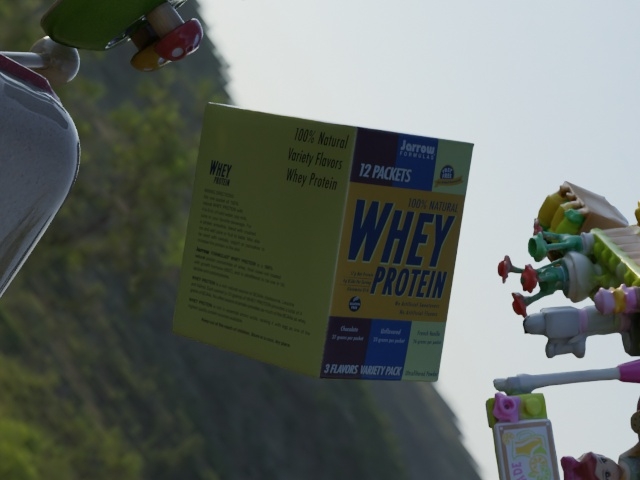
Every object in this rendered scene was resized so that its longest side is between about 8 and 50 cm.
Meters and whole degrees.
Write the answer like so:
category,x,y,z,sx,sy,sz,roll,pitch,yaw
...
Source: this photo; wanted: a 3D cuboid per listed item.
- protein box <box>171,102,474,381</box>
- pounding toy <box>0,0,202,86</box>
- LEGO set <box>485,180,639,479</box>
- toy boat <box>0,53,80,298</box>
category,x,y,z,sx,sy,sz,roll,pitch,yaw
protein box,0.000,0.000,1.631,0.136,0.201,0.200,5,5,-41
pounding toy,-0.190,-0.202,1.912,0.110,0.237,0.183,56,12,0
LEGO set,0.112,0.066,0.840,0.132,0.107,0.287,95,-13,-52
toy boat,-0.253,-0.020,1.076,0.151,0.231,0.151,37,4,31
